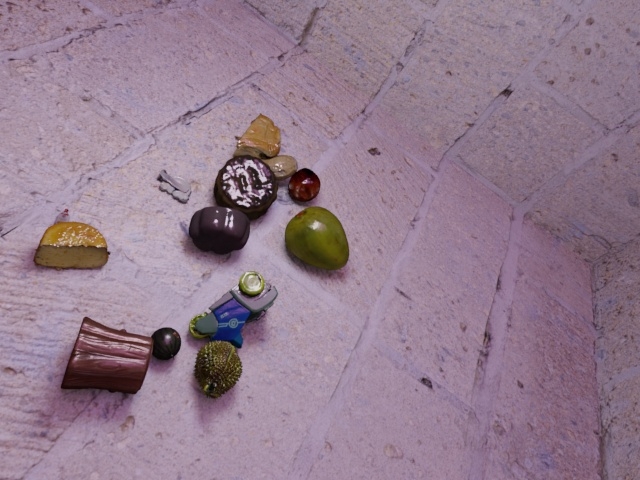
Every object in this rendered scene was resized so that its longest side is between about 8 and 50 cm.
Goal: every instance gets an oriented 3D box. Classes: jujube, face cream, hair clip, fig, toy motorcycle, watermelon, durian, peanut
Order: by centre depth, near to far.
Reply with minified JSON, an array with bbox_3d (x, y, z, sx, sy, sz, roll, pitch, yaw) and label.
[{"bbox_3d":[-0.520,0.358,1.492,0.105,0.105,0.133,-9,43,-36],"label":"watermelon"},{"bbox_3d":[-0.351,0.444,1.513,0.159,0.146,0.198,14,53,-43],"label":"durian"},{"bbox_3d":[-0.953,-0.083,1.637,0.040,0.021,0.083,15,49,-23],"label":"face cream"},{"bbox_3d":[-0.314,0.282,1.649,0.200,0.191,0.326,46,59,4],"label":"toy motorcycle"},{"bbox_3d":[-0.635,-0.243,1.944,0.172,0.049,0.116,34,49,-7],"label":"hair clip"},{"bbox_3d":[0.000,0.000,2.015,0.326,0.258,0.258,44,42,-21],"label":"fig"},{"bbox_3d":[-0.252,-0.347,2.170,0.290,0.130,0.130,-11,58,-6],"label":"peanut"},{"bbox_3d":[-0.084,-0.295,2.256,0.168,0.168,0.236,20,30,-17],"label":"jujube"}]

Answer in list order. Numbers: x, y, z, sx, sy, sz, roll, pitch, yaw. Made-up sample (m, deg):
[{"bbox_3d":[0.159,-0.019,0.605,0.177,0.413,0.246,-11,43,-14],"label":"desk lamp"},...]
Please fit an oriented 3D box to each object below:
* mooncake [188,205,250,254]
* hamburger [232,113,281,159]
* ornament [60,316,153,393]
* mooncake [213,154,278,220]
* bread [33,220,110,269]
[{"bbox_3d":[-0.409,-0.041,1.798,0.245,0.245,0.133,16,57,-21],"label":"mooncake"},{"bbox_3d":[-0.305,-0.486,2.261,0.209,0.162,0.329,32,42,-10],"label":"hamburger"},{"bbox_3d":[-0.648,0.370,1.354,0.218,0.221,0.235,18,3,-23],"label":"ornament"},{"bbox_3d":[-0.332,-0.240,1.987,0.291,0.161,0.290,4,76,-17],"label":"mooncake"},{"bbox_3d":[-0.858,0.012,1.534,0.229,0.143,0.139,4,55,-32],"label":"bread"}]
